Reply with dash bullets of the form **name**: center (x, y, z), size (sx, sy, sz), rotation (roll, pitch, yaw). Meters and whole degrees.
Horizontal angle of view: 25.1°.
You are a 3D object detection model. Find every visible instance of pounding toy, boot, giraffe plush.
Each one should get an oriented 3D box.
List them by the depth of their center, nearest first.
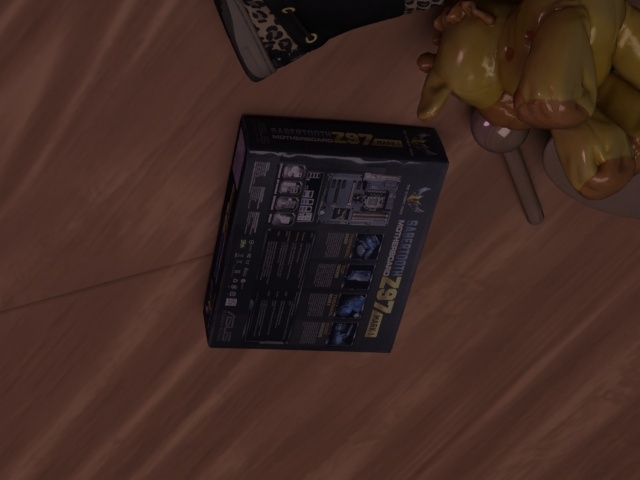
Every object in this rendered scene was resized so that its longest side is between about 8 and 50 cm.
- **boot**: center (-0.007, -0.239, 1.094), size (0.179, 0.085, 0.236), rotation (-18, 138, 1)
- **giraffe plush**: center (0.164, -0.139, 1.129), size (0.170, 0.181, 0.210), rotation (-7, 113, 47)
- **pounding toy**: center (0.270, -0.105, 1.273), size (0.237, 0.110, 0.183), rotation (-3, 150, 30)

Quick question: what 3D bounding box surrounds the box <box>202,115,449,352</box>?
- **box**: center (0.000, 0.000, 1.314), size (0.183, 0.059, 0.232), rotation (3, 129, -14)
